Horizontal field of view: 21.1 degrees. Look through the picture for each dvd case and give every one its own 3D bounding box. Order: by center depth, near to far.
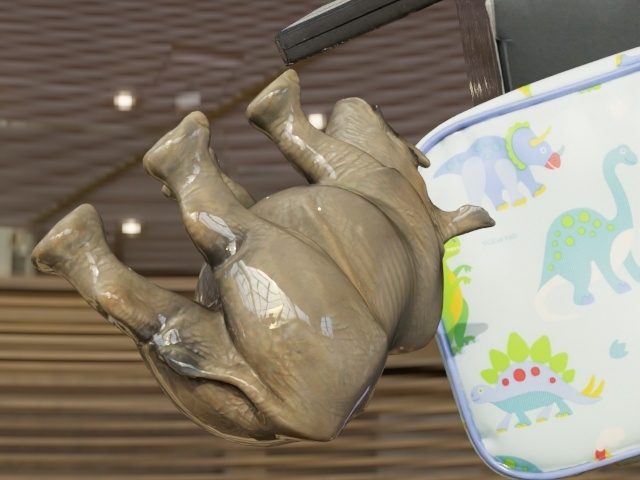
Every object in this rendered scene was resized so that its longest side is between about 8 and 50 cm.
[{"bbox_3d":[0.097,-0.173,1.013,0.180,0.022,0.253,-20,11,28],"label":"dvd case"}]

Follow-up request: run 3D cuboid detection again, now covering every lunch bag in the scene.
[{"bbox_3d":[0.153,0.001,0.751,0.219,0.176,0.090,-19,-9,12],"label":"lunch bag"}]

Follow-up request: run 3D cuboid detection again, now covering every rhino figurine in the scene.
[{"bbox_3d":[0.000,0.000,0.606,0.073,0.106,0.243,-42,-2,24],"label":"rhino figurine"}]

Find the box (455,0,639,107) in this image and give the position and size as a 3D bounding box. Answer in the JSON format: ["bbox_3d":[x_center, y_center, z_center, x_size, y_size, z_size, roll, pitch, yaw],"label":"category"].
[{"bbox_3d":[0.237,-0.185,1.495,0.212,0.395,0.294,-10,-56,3],"label":"box"}]
